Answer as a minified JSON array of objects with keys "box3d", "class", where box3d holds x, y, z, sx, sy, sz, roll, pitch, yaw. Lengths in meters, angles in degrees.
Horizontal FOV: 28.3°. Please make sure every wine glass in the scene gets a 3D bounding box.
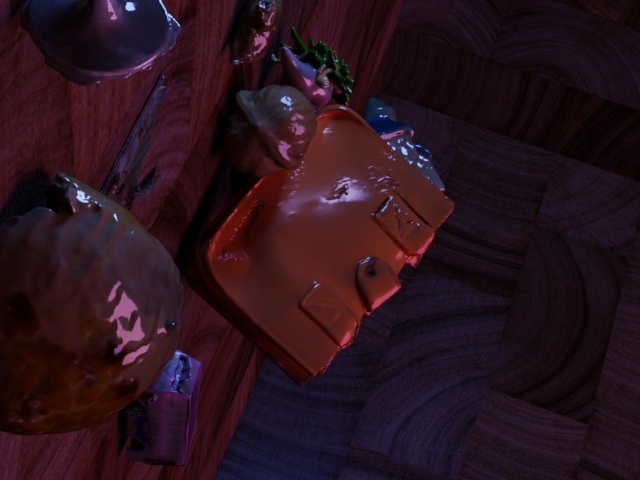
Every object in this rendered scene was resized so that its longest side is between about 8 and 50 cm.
[{"box3d":[-0.151,-0.228,0.898,0.232,0.156,0.156,108,4,-54],"class":"wine glass"}]

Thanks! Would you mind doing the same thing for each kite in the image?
[{"box3d":[-0.231,-0.043,1.491,0.268,0.013,0.323,-54,164,-71],"class":"kite"}]

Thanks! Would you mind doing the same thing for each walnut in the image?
[{"box3d":[-0.080,-0.171,1.953,0.166,0.149,0.166,-36,174,-5],"class":"walnut"}]

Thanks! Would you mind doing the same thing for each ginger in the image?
[{"box3d":[-0.073,-0.338,1.790,0.133,0.058,0.214,-42,153,-89],"class":"ginger"}]

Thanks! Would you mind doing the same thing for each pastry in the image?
[{"box3d":[-0.219,0.079,1.198,0.256,0.170,0.237,78,29,-71],"class":"pastry"}]

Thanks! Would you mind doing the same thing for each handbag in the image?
[{"box3d":[0.000,0.000,2.059,0.410,0.303,0.116,-49,180,-27],"class":"handbag"}]

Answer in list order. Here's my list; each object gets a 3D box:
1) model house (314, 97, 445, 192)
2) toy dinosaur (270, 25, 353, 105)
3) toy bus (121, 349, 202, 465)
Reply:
[{"box3d":[0.026,-0.126,2.334,0.280,0.312,0.245,63,-27,26],"class":"model house"},{"box3d":[-0.058,-0.257,2.130,0.177,0.152,0.194,-33,161,-31],"class":"toy dinosaur"},{"box3d":[-0.250,0.264,1.971,0.274,0.112,0.090,103,1,-56],"class":"toy bus"}]
